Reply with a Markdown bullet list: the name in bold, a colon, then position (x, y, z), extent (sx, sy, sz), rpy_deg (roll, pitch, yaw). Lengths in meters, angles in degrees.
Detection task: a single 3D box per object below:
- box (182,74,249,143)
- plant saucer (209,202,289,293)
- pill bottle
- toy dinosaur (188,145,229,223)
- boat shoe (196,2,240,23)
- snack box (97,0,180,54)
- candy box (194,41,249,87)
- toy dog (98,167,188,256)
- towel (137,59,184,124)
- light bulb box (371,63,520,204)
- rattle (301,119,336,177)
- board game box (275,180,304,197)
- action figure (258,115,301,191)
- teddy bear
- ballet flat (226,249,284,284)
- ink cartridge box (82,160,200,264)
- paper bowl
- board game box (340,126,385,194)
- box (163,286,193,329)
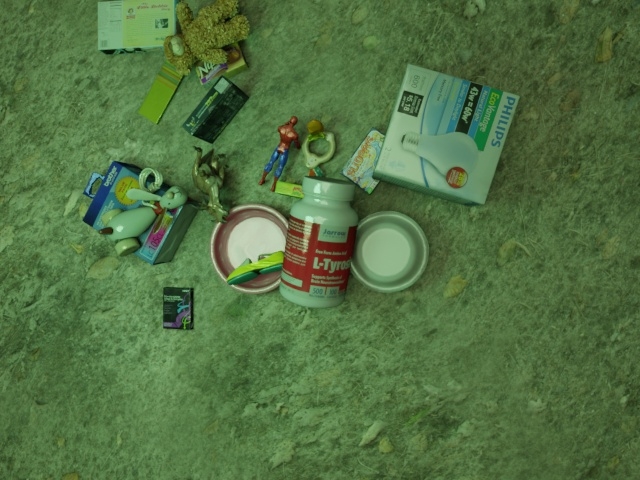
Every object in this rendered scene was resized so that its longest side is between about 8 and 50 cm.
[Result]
- **box**: position (-0.375, -0.467, 1.809), extent (0.059, 0.183, 0.232), rpy_deg (43, 99, 8)
- **plant saucer**: position (-0.240, 0.029, 1.843), extent (0.332, 0.084, 0.332), rpy_deg (0, 92, 10)
- **pill bottle**: position (0.000, 0.000, 1.661), extent (0.229, 0.229, 0.407), rpy_deg (11, 103, 10)
- **toy dinosaur**: position (-0.419, -0.213, 1.823), extent (0.200, 0.127, 0.295), rpy_deg (-65, 36, 38)
- **boat shoe**: position (-0.411, -0.810, 1.863), extent (0.255, 0.079, 0.095), rpy_deg (-32, 89, 10)
- **snack box**: position (-0.697, -0.824, 1.925), extent (0.322, 0.060, 0.187), rpy_deg (1, 92, 10)
- **candy box**: position (-0.375, -0.662, 1.872), extent (0.187, 0.053, 0.109), rpy_deg (-21, 87, 9)
- **toy dog**: position (-0.633, -0.088, 1.725), extent (0.220, 0.161, 0.333), rpy_deg (38, 97, 7)
- **towel**: position (-0.612, -0.574, 1.936), extent (0.102, 0.021, 0.237), rpy_deg (33, 97, 14)
- **light bulb box**: position (0.392, -0.328, 1.629), extent (0.361, 0.225, 0.357), rpy_deg (17, 94, 3)
- **rattle**: position (-0.016, -0.306, 1.772), extent (0.130, 0.143, 0.199), rpy_deg (19, 88, -9)
- **board game box**: position (-0.063, -0.172, 1.802), extent (0.181, 0.092, 0.043), rpy_deg (12, 92, 10)
- **action figure**: position (-0.130, -0.328, 1.823), extent (0.092, 0.139, 0.280), rpy_deg (28, 118, 6)
- **teddy bear**: position (-0.416, -0.734, 1.779), extent (0.338, 0.113, 0.245), rpy_deg (-11, 111, 6)
- **ballet flat**: position (-0.226, 0.092, 1.770), extent (0.231, 0.077, 0.077), rpy_deg (-18, 67, 7)
- **ink cartridge box**: position (-0.701, -0.120, 1.895), extent (0.396, 0.151, 0.270), rpy_deg (30, 96, 10)
- **paper bowl**: position (0.229, 0.039, 1.726), extent (0.284, 0.148, 0.284), rpy_deg (0, 92, 9)
- **board game box**: position (0.182, -0.283, 1.784), extent (0.136, 0.035, 0.201), rpy_deg (36, 96, 8)
- **box**: position (-0.550, 0.261, 1.931), extent (0.116, 0.029, 0.162), rpy_deg (0, 90, 10)
